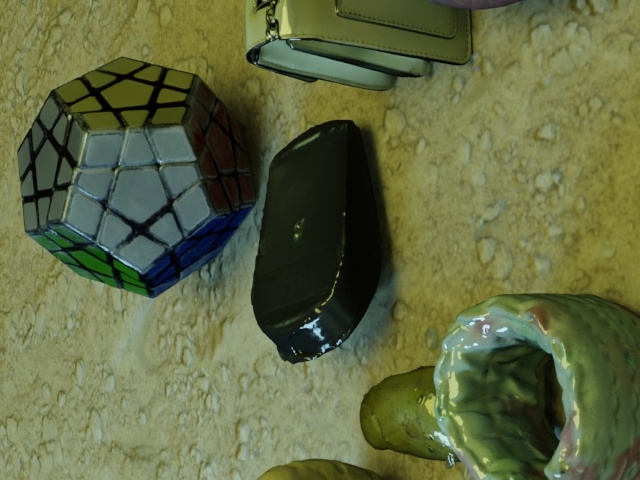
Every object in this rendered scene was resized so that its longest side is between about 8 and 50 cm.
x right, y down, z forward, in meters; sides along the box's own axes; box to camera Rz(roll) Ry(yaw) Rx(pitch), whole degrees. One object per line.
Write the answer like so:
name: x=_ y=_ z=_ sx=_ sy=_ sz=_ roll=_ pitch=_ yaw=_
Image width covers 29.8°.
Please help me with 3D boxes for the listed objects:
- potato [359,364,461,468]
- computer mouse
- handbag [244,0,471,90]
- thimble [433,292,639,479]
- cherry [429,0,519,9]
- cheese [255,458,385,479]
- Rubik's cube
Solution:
potato: x=0.109 y=0.184 z=1.263 sx=0.188 sy=0.085 sz=0.105 roll=-19 pitch=93 yaw=53
computer mouse: x=0.004 y=0.002 z=1.420 sx=0.168 sy=0.087 sz=0.295 roll=-22 pitch=56 yaw=45
handbag: x=0.028 y=-0.360 z=1.304 sx=0.160 sy=0.236 sz=0.359 roll=-8 pitch=79 yaw=49
thimble: x=0.211 y=0.150 z=1.083 sx=0.185 sy=0.149 sz=0.211 roll=-26 pitch=66 yaw=45
cherry: x=0.160 y=-0.334 z=1.154 sx=0.236 sy=0.213 sz=0.286 roll=-7 pitch=54 yaw=27
cheese: x=0.012 y=0.342 z=1.265 sx=0.117 sy=0.214 sz=0.226 roll=-46 pitch=45 yaw=34
Rubik's cube: x=-0.244 y=-0.083 z=1.595 sx=0.264 sy=0.319 sz=0.319 roll=49 pitch=127 yaw=11
